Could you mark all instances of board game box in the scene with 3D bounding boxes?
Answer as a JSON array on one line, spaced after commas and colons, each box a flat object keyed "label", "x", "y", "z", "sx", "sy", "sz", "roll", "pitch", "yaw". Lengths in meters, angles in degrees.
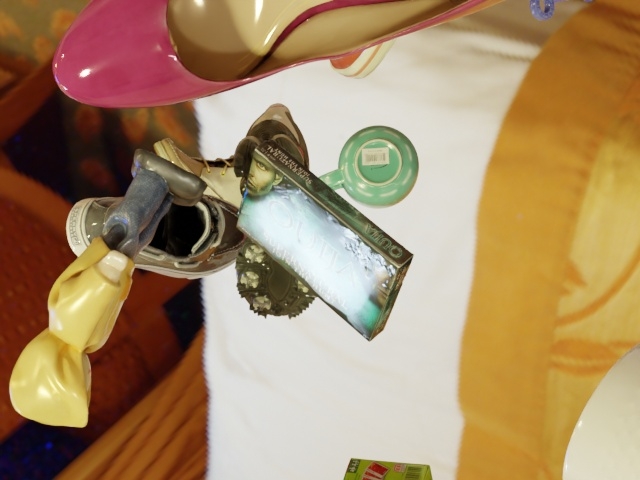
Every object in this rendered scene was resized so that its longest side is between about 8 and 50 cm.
[{"label": "board game box", "x": 0.000, "y": 0.000, "z": 1.328, "sx": 0.186, "sy": 0.026, "sz": 0.126, "roll": 39, "pitch": 144, "yaw": 18}, {"label": "board game box", "x": 0.053, "y": 0.312, "z": 1.443, "sx": 0.092, "sy": 0.181, "sz": 0.043, "roll": 1, "pitch": 128, "yaw": 21}]

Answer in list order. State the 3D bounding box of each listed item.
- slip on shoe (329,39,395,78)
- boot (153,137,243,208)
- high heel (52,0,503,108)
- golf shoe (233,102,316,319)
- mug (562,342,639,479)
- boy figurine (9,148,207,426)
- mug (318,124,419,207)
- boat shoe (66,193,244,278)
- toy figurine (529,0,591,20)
[{"label": "slip on shoe", "x": 0.048, "y": -0.247, "z": 1.296, "sx": 0.101, "sy": 0.123, "sz": 0.331, "roll": 28, "pitch": 167, "yaw": -2}, {"label": "boot", "x": -0.129, "y": -0.110, "z": 1.995, "sx": 0.213, "sy": 0.165, "sz": 0.077, "roll": 48, "pitch": -169, "yaw": -43}, {"label": "high heel", "x": -0.019, "y": -0.173, "z": 0.964, "sx": 0.377, "sy": 0.181, "sz": 0.127, "roll": -25, "pitch": 111, "yaw": 4}, {"label": "golf shoe", "x": -0.043, "y": -0.030, "z": 1.620, "sx": 0.105, "sy": 0.120, "sz": 0.273, "roll": 4, "pitch": 126, "yaw": 4}, {"label": "mug", "x": 0.527, "y": 0.359, "z": 1.931, "sx": 0.328, "sy": 0.374, "sz": 0.276, "roll": 29, "pitch": 145, "yaw": 34}, {"label": "boy figurine", "x": -0.213, "y": 0.050, "z": 1.353, "sx": 0.092, "sy": 0.285, "sz": 0.177, "roll": 26, "pitch": 165, "yaw": -5}, {"label": "mug", "x": 0.084, "y": -0.108, "z": 2.182, "sx": 0.129, "sy": 0.158, "sz": 0.097, "roll": 40, "pitch": 178, "yaw": 5}, {"label": "boat shoe", "x": -0.164, "y": -0.015, "z": 1.647, "sx": 0.102, "sy": 0.301, "sz": 0.108, "roll": -9, "pitch": 81, "yaw": 35}, {"label": "toy figurine", "x": 0.291, "y": -0.382, "z": 1.668, "sx": 0.191, "sy": 0.362, "sz": 0.217, "roll": 11, "pitch": 86, "yaw": 46}]
